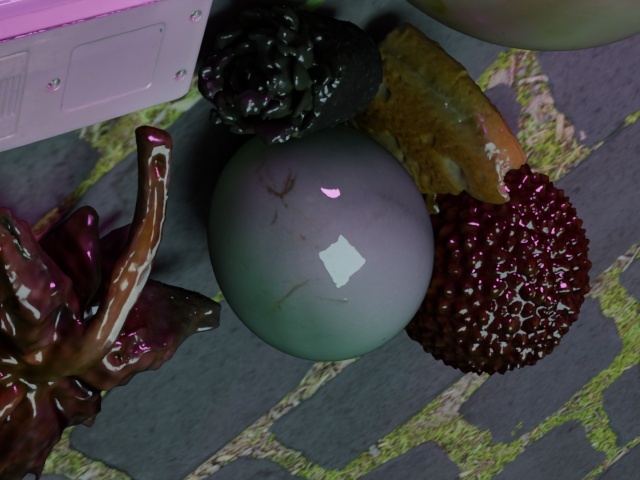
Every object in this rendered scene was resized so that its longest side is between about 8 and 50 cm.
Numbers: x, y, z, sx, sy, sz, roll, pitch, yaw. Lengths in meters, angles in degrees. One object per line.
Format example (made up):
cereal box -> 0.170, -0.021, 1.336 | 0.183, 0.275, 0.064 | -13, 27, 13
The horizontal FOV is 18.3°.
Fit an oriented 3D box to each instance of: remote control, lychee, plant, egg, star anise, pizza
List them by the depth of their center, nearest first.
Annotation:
remote control -> -0.197, -0.108, 1.222 | 0.277, 0.055, 0.103 | -20, 147, -32
plant -> -0.018, -0.115, 1.380 | 0.143, 0.094, 0.092 | -7, 145, -52
star anise -> -0.205, 0.075, 1.434 | 0.349, 0.109, 0.292 | -39, 157, 2
egg -> 0.000, 0.000, 1.488 | 0.168, 0.168, 0.231 | -34, 152, -6
pizza -> 0.076, -0.083, 1.539 | 0.069, 0.154, 0.194 | -48, -173, -28
lychee -> 0.141, 0.017, 1.661 | 0.188, 0.188, 0.188 | -28, 151, -17

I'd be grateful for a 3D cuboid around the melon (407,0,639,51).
melon -> 0.149, -0.231, 1.256 | 0.317, 0.223, 0.223 | 0, 135, -49
